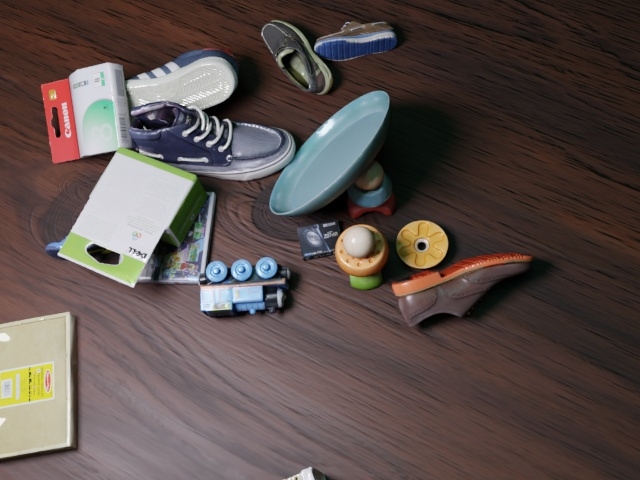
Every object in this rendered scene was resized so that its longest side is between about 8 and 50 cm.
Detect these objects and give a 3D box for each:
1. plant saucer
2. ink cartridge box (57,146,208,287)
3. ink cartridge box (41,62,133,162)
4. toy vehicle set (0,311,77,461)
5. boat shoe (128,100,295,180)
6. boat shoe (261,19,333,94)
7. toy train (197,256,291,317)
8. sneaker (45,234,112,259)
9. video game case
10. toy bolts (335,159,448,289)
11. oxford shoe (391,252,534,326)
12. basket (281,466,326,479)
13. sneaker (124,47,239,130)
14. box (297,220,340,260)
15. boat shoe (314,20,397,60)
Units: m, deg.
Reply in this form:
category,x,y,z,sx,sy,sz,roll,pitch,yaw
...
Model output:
category,x,y,z,sx,sy,sz,roll,pitch,yaw
plant saucer,0.026,-0.161,1.535,0.044,0.317,0.317,42,74,-22
ink cartridge box,-0.373,-0.036,1.581,0.189,0.097,0.255,21,72,16
ink cartridge box,-0.509,-0.266,1.672,0.225,0.056,0.181,-7,92,22
toy vehicle set,-0.557,0.281,1.527,0.166,0.035,0.266,-9,66,3
boat shoe,-0.229,-0.210,1.622,0.341,0.158,0.127,-4,64,7
boat shoe,-0.062,-0.403,1.719,0.223,0.073,0.080,51,125,20
toy train,-0.148,0.093,1.533,0.184,0.080,0.105,-4,76,3
sneaker,-0.495,0.002,1.630,0.144,0.053,0.059,-9,67,-6
video game case,-0.316,-0.007,1.626,0.183,0.023,0.201,0,66,8
toy bolts,0.127,-0.046,1.508,0.218,0.158,0.228,-10,66,3
oxford shoe,0.275,0.089,1.483,0.271,0.097,0.098,-16,92,0
basket,-0.028,0.482,1.331,0.103,0.113,0.167,-20,66,3
sneaker,-0.331,-0.331,1.726,0.350,0.131,0.148,-11,33,16
box,0.000,0.000,1.582,0.083,0.018,0.067,-11,67,3
boat shoe,0.074,-0.445,1.742,0.183,0.066,0.066,-7,61,-6
